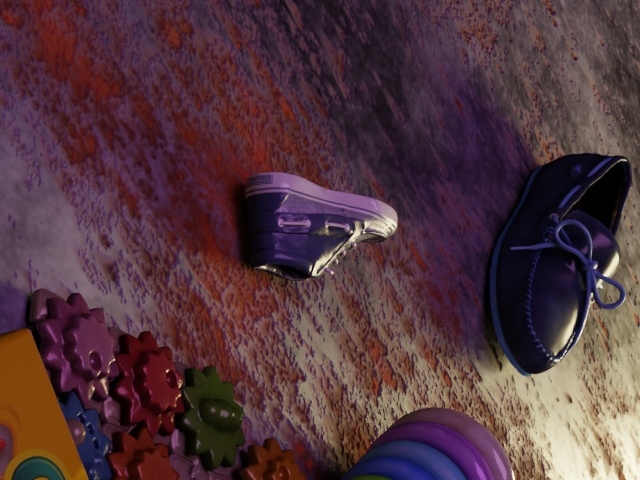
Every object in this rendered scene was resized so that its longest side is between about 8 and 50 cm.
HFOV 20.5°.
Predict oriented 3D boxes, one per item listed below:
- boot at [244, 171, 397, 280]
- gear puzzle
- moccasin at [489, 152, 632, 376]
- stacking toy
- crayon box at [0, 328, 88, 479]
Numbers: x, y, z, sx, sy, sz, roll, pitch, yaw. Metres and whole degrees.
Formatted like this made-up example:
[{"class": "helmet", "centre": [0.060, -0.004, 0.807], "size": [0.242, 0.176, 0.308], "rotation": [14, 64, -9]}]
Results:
[{"class": "boot", "centre": [0.000, 0.000, 1.607], "size": [0.190, 0.069, 0.086], "rotation": [15, 70, -46]}, {"class": "gear puzzle", "centre": [-0.103, 0.167, 1.373], "size": [0.339, 0.044, 0.175], "rotation": [34, 48, -47]}, {"class": "moccasin", "centre": [0.274, 0.003, 1.978], "size": [0.137, 0.117, 0.342], "rotation": [52, 37, -31]}, {"class": "stacking toy", "centre": [0.038, 0.244, 1.466], "size": [0.330, 0.141, 0.141], "rotation": [-20, 93, -59]}, {"class": "crayon box", "centre": [-0.240, 0.271, 0.984], "size": [0.313, 0.106, 0.363], "rotation": [-24, 95, -45]}]
